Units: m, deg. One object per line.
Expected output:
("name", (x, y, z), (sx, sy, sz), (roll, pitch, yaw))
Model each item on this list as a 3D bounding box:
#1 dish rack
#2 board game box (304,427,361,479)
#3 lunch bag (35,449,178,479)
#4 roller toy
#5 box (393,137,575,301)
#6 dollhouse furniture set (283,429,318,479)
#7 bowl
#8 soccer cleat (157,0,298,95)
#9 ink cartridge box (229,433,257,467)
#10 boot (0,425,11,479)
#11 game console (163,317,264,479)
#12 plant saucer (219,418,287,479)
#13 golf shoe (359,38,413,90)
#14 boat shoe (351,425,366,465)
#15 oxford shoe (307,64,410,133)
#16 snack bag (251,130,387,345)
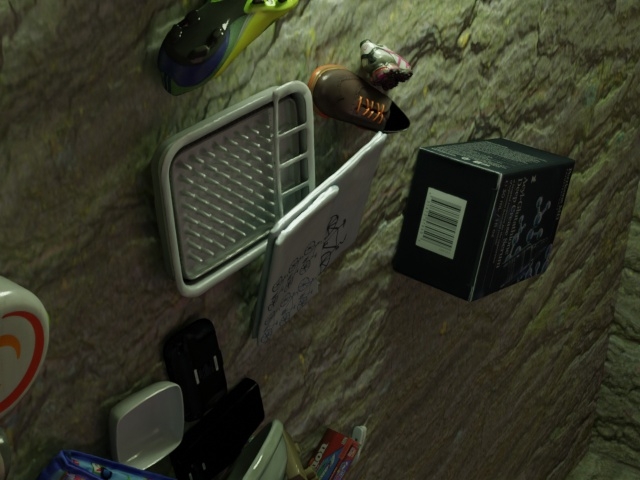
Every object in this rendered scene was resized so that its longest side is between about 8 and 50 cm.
("dish rack", (-0.142, -0.092, 1.500), (0.333, 0.072, 0.285), (-35, 136, -39))
("board game box", (-0.018, 0.547, 2.017), (0.027, 0.145, 0.281), (34, 78, -18))
("lunch bag", (-0.372, 0.451, 1.445), (0.293, 0.138, 0.221), (35, 94, -38))
("roller toy", (-0.445, 0.123, 1.131), (0.191, 0.146, 0.209), (-59, 157, -19))
("box", (0.380, -0.061, 2.134), (0.395, 0.212, 0.293), (-14, 120, -52))
("dollhouse furniture set", (-0.082, 0.497, 1.913), (0.123, 0.144, 0.151), (-29, 140, 4))
("bowl", (-0.294, 0.304, 1.541), (0.142, 0.053, 0.142), (-26, 130, -42))
("soccer cleat", (-0.137, -0.314, 1.381), (0.289, 0.093, 0.121), (-46, 172, -36))
("ink cartridge box", (-0.132, 0.425, 1.870), (0.115, 0.029, 0.063), (-9, 116, -52))
("boot", (-0.574, 0.367, 1.111), (0.284, 0.138, 0.377), (28, 96, -51))
("game console", (-0.199, 0.283, 1.678), (0.213, 0.044, 0.361), (-41, 140, -36))
("plant saucer", (-0.158, 0.502, 1.625), (0.400, 0.100, 0.400), (-54, -179, 2))
("golf shoe", (0.122, -0.329, 1.728), (0.067, 0.086, 0.186), (-28, 174, 15))
("boat shoe", (0.088, 0.489, 2.220), (0.035, 0.035, 0.100), (5, 99, -53))
("oxford shoe", (0.073, -0.251, 1.682), (0.271, 0.098, 0.097), (7, 104, -56))
("snack bag", (0.000, 0.000, 1.701), (0.342, 0.037, 0.323), (-44, 159, -36))
